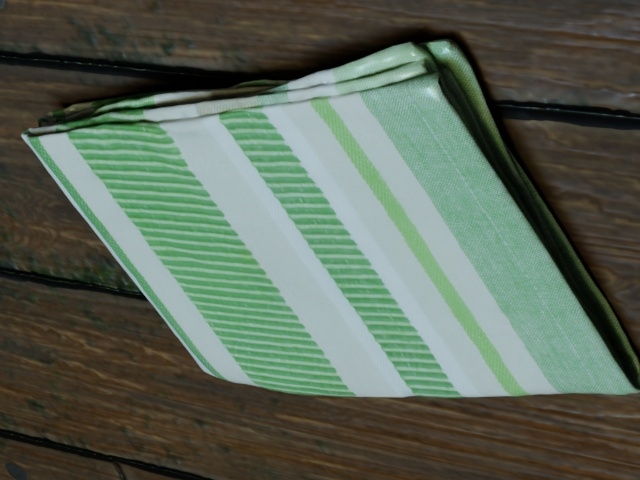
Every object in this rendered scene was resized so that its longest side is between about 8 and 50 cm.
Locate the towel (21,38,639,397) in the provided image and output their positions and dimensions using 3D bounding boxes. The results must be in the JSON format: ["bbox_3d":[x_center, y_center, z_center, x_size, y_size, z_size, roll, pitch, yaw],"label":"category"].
[{"bbox_3d":[0.000,0.000,1.131,0.325,0.038,0.248,-5,130,42],"label":"towel"}]
